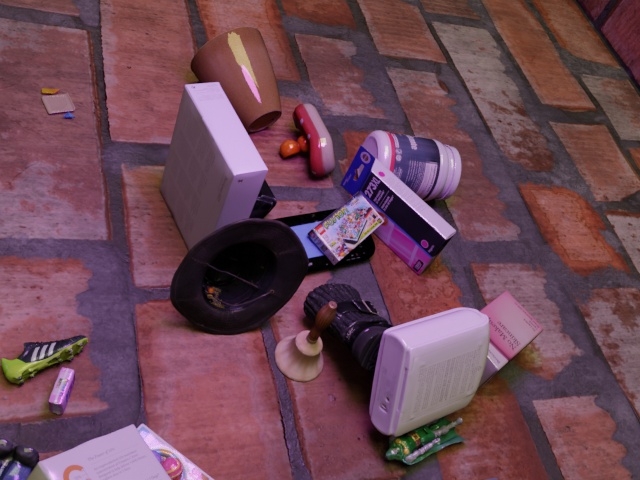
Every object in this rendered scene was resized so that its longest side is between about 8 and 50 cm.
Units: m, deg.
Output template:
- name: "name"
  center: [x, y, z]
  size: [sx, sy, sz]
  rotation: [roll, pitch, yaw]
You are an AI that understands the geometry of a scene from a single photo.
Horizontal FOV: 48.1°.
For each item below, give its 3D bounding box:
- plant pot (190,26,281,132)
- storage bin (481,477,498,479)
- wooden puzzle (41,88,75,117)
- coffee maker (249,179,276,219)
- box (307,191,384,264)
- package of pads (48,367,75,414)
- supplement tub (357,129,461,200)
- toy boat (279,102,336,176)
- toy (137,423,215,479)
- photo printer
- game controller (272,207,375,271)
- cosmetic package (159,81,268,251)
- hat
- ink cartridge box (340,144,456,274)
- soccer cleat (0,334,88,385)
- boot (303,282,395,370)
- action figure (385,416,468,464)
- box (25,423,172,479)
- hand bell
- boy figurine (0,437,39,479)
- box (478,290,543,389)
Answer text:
- name: "plant pot"
  center: [-0.227, -0.461, 2.143]
  size: [0.237, 0.237, 0.254]
  rotation: [-21, 78, -36]
- name: "storage bin"
  center: [0.382, 0.603, 1.616]
  size: [0.098, 0.091, 0.135]
  rotation: [-1, 54, -25]
- name: "wooden puzzle"
  center: [-0.720, -0.375, 1.970]
  size: [0.078, 0.014, 0.116]
  rotation: [-11, 58, -26]
- name: "coffee maker"
  center: [-0.191, -0.150, 1.953]
  size: [0.171, 0.120, 0.178]
  rotation: [-9, 58, -31]
- name: "box"
  center: [0.071, -0.035, 1.958]
  size: [0.114, 0.036, 0.207]
  rotation: [49, 55, 1]
- name: "package of pads"
  center: [-0.529, 0.308, 1.469]
  size: [0.031, 0.050, 0.083]
  rotation: [13, 49, -7]
- name: "supplement tub"
  center: [0.266, -0.222, 2.171]
  size: [0.272, 0.191, 0.191]
  rotation: [6, 51, -20]
- name: "toy boat"
  center: [-0.048, -0.287, 2.140]
  size: [0.151, 0.151, 0.231]
  rotation: [-23, 60, -3]
- name: "toy"
  center: [-0.307, 0.475, 1.430]
  size: [0.237, 0.056, 0.137]
  rotation: [37, 46, 7]
- name: "photo printer"
  center: [0.264, 0.292, 1.655]
  size: [0.307, 0.256, 0.107]
  rotation: [-11, 29, -36]
- name: "game controller"
  center: [0.000, 0.000, 1.954]
  size: [0.319, 0.067, 0.166]
  rotation: [-11, 58, -31]
- name: "cosmetic package"
  center: [-0.271, -0.145, 1.735]
  size: [0.097, 0.377, 0.284]
  rotation: [-11, 59, -30]
- name: "hat"
  center: [-0.195, 0.057, 1.671]
  size: [0.331, 0.331, 0.134]
  rotation: [3, 34, -22]
- name: "ink cartridge box"
  center: [0.200, -0.086, 2.040]
  size: [0.371, 0.176, 0.069]
  rotation: [46, 50, 15]
- name: "soccer cleat"
  center: [-0.577, 0.234, 1.504]
  size: [0.179, 0.060, 0.072]
  rotation: [-27, 66, -35]
- name: "boot"
  center: [0.141, 0.235, 1.784]
  size: [0.348, 0.131, 0.260]
  rotation: [33, 2, -40]
- name: "action figure"
  center: [0.236, 0.460, 1.686]
  size: [0.232, 0.063, 0.137]
  rotation: [-20, 53, -39]
- name: "box"
  center: [-0.348, 0.530, 1.244]
  size: [0.345, 0.168, 0.215]
  rotation: [49, 26, 18]
- name: "hand bell"
  center: [-0.011, 0.215, 1.652]
  size: [0.126, 0.242, 0.126]
  rotation: [13, 49, -15]
- name: "boy figurine"
  center: [-0.609, 0.493, 1.255]
  size: [0.177, 0.092, 0.285]
  rotation: [24, 44, -8]
- name: "box"
  center: [0.452, 0.263, 1.903]
  size: [0.232, 0.127, 0.149]
  rotation: [-29, 69, -39]
